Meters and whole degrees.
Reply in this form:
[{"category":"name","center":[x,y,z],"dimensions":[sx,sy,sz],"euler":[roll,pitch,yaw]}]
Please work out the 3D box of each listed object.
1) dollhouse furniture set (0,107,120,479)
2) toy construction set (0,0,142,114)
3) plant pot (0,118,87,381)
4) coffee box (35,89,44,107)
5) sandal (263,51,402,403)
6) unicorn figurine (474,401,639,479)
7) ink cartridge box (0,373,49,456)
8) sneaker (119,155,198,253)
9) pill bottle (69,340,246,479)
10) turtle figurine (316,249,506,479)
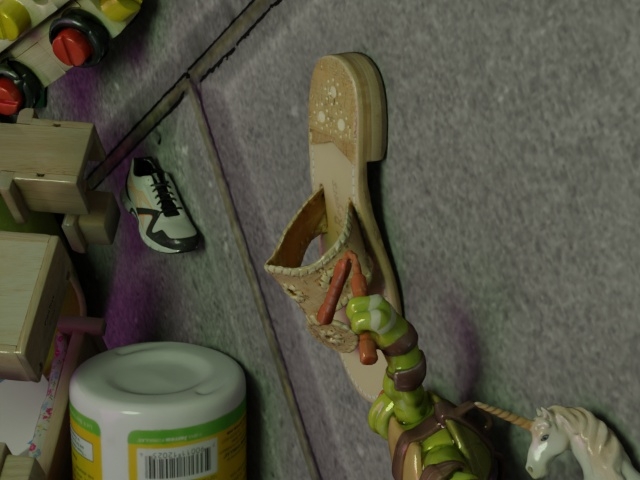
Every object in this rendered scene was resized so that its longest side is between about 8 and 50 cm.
[{"category":"dollhouse furniture set","center":[-0.262,0.112,1.336],"dimensions":[0.355,0.174,0.303],"euler":[78,-160,-57]},{"category":"toy construction set","center":[-0.255,-0.228,1.282],"dimensions":[0.215,0.151,0.328],"euler":[47,151,-17]},{"category":"plant pot","center":[-0.375,-0.025,1.509],"dimensions":[0.274,0.275,0.293],"euler":[112,151,-42]},{"category":"coffee box","center":[-0.291,-0.223,1.479],"dimensions":[0.113,0.040,0.184],"euler":[40,132,45]},{"category":"sandal","center":[-0.004,-0.001,1.054],"dimensions":[0.088,0.079,0.240],"euler":[18,115,55]},{"category":"unicorn figurine","center":[0.163,0.150,0.867],"dimensions":[0.162,0.060,0.111],"euler":[5,95,43]},{"category":"ink cartridge box","center":[-0.260,0.202,1.480],"dimensions":[0.090,0.092,0.143],"euler":[40,159,40]},{"category":"sneaker","center":[-0.131,-0.028,1.287],"dimensions":[0.109,0.040,0.043],"euler":[46,134,41]},{"category":"pill bottle","center":[-0.126,0.216,1.264],"dimensions":[0.136,0.136,0.245],"euler":[27,122,52]},{"category":"turtle figurine","center":[0.073,0.151,0.962],"dimensions":[0.217,0.087,0.269],"euler":[-118,17,-60]}]
